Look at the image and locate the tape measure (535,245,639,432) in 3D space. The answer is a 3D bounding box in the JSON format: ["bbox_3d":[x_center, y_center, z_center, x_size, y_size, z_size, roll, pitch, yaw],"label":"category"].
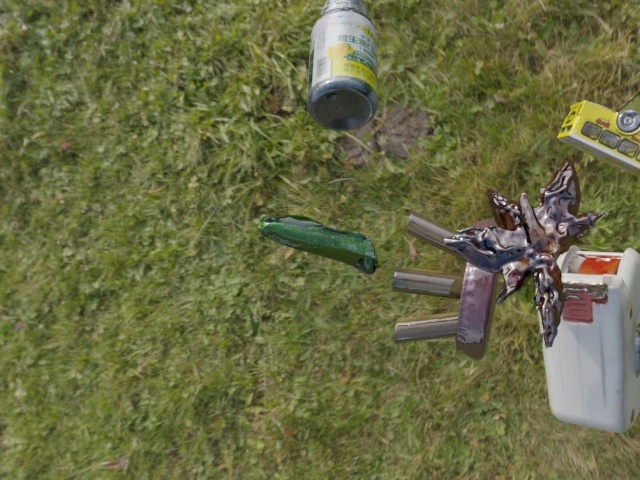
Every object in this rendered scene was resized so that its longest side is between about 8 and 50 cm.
[{"bbox_3d":[0.417,0.131,0.850,0.130,0.265,0.258,1,116,38],"label":"tape measure"}]

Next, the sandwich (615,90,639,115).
[{"bbox_3d":[0.680,-0.221,1.033,0.063,0.245,0.212,-42,81,-12],"label":"sandwich"}]

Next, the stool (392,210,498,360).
[{"bbox_3d":[0.247,0.083,1.093,0.179,0.272,0.271,7,92,17],"label":"stool"}]

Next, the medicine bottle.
[{"bbox_3d":[0.047,-0.377,1.182,0.142,0.141,0.293,-12,56,22],"label":"medicine bottle"}]

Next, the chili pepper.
[{"bbox_3d":[0.002,-0.003,0.954,0.216,0.108,0.062,19,93,-14],"label":"chili pepper"}]

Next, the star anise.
[{"bbox_3d":[0.227,-0.001,0.651,0.157,0.053,0.212,20,82,31],"label":"star anise"}]

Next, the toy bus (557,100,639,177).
[{"bbox_3d":[0.471,-0.135,0.837,0.226,0.081,0.074,26,98,2],"label":"toy bus"}]
